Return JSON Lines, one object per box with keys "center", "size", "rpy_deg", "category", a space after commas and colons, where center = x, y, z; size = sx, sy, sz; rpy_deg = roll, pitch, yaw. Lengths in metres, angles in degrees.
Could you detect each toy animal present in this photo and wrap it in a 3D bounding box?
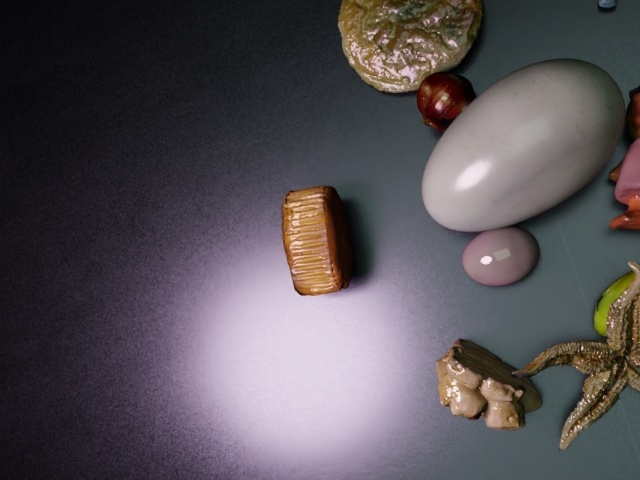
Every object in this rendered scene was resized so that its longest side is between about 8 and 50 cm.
{"center": [0.574, -0.156, 1.484], "size": [0.195, 0.169, 0.281], "rpy_deg": [-2, 85, 48], "category": "toy animal"}

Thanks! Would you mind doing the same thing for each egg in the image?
{"center": [0.313, 0.027, 1.564], "size": [0.135, 0.103, 0.103], "rpy_deg": [-18, 81, 14], "category": "egg"}
{"center": [0.333, -0.153, 1.511], "size": [0.371, 0.230, 0.230], "rpy_deg": [-36, 78, 15], "category": "egg"}

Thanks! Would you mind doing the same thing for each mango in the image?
{"center": [0.558, 0.094, 1.487], "size": [0.233, 0.125, 0.111], "rpy_deg": [-35, 36, 33], "category": "mango"}

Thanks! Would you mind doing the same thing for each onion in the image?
{"center": [0.221, -0.246, 1.604], "size": [0.119, 0.117, 0.118], "rpy_deg": [0, 75, 1], "category": "onion"}

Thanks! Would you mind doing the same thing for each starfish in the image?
{"center": [0.502, 0.212, 1.462], "size": [0.347, 0.078, 0.358], "rpy_deg": [-43, 114, 11], "category": "starfish"}

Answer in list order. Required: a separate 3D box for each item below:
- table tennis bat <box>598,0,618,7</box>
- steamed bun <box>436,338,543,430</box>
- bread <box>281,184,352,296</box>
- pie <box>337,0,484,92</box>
{"center": [0.507, -0.510, 1.598], "size": [0.124, 0.033, 0.201], "rpy_deg": [-2, 82, 16], "category": "table tennis bat"}
{"center": [0.278, 0.259, 1.527], "size": [0.192, 0.177, 0.106], "rpy_deg": [27, 102, 2], "category": "steamed bun"}
{"center": [0.000, 0.000, 1.608], "size": [0.104, 0.199, 0.199], "rpy_deg": [-9, 83, 12], "category": "bread"}
{"center": [0.159, -0.411, 1.656], "size": [0.277, 0.078, 0.277], "rpy_deg": [-2, 84, 16], "category": "pie"}
